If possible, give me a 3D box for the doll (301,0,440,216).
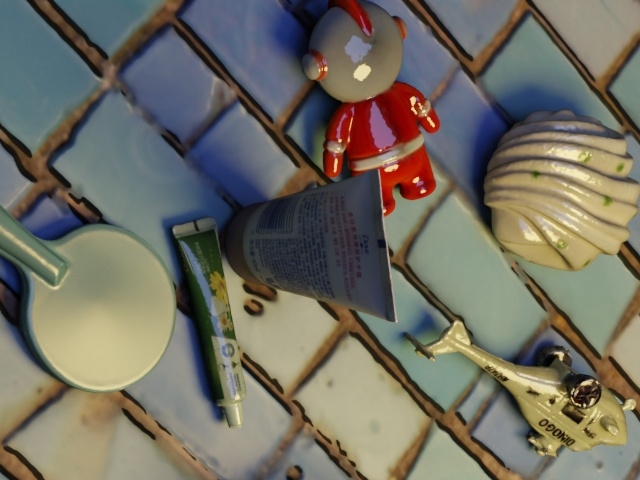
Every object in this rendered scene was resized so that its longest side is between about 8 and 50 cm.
[{"bbox_3d":[0.046,-0.145,1.728,0.142,0.076,0.245,-28,108,-29],"label":"doll"}]

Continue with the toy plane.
[{"bbox_3d":[0.217,0.154,1.832,0.286,0.092,0.108,34,99,-29],"label":"toy plane"}]

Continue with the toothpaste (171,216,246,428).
[{"bbox_3d":[-0.100,0.080,1.667,0.049,0.031,0.204,-15,96,-32],"label":"toothpaste"}]

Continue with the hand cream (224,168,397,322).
[{"bbox_3d":[0.000,0.000,1.599,0.083,0.248,0.133,-12,98,-28],"label":"hand cream"}]

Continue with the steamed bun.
[{"bbox_3d":[0.262,-0.055,1.840,0.183,0.106,0.183,-1,92,-32],"label":"steamed bun"}]

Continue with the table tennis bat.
[{"bbox_3d":[-0.230,0.038,1.586,0.244,0.040,0.153,40,70,-29],"label":"table tennis bat"}]
